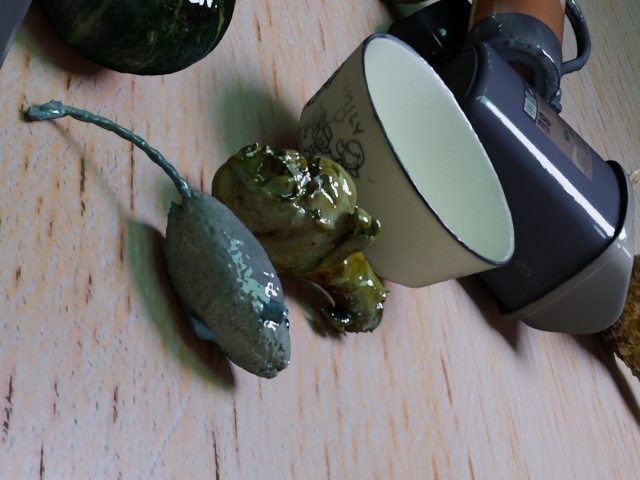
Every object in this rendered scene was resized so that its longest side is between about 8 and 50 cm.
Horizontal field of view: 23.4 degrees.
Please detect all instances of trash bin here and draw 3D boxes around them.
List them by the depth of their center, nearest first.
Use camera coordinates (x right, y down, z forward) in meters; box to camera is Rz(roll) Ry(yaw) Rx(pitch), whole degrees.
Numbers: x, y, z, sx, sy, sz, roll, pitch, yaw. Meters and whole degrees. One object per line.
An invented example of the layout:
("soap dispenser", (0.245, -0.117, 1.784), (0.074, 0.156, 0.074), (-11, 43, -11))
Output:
("trash bin", (0.211, -0.049, 1.632), (0.290, 0.182, 0.209), (45, 26, -16))

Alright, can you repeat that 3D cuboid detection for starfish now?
("starfish", (0.392, 0.058, 1.862), (0.384, 0.132, 0.398), (72, 3, -49))

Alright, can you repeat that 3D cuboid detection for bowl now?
("bowl", (0.062, -0.054, 1.386), (0.238, 0.126, 0.238), (45, 25, -29))

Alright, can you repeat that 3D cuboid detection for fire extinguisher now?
("fire extinguisher", (0.244, -0.258, 1.838), (0.376, 0.113, 0.200), (-76, 150, -50))

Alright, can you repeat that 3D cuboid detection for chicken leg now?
("chicken leg", (0.000, 0.000, 1.227), (0.228, 0.103, 0.088), (45, 10, -38))

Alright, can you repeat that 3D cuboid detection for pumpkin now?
("pumpkin", (-0.140, -0.200, 1.159), (0.167, 0.125, 0.167), (41, 38, -44))

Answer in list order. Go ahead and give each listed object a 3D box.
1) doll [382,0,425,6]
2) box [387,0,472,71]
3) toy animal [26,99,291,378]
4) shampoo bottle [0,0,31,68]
("doll", (0.075, -0.416, 1.891), (0.271, 0.144, 0.208), (57, 2, -12))
("box", (0.206, -0.162, 1.888), (0.290, 0.073, 0.289), (58, 23, -2))
("toy animal", (-0.098, -0.011, 1.089), (0.253, 0.070, 0.079), (53, 7, -5))
("shampoo bottle", (-0.233, -0.151, 0.963), (0.079, 0.080, 0.246), (46, 25, -25))
